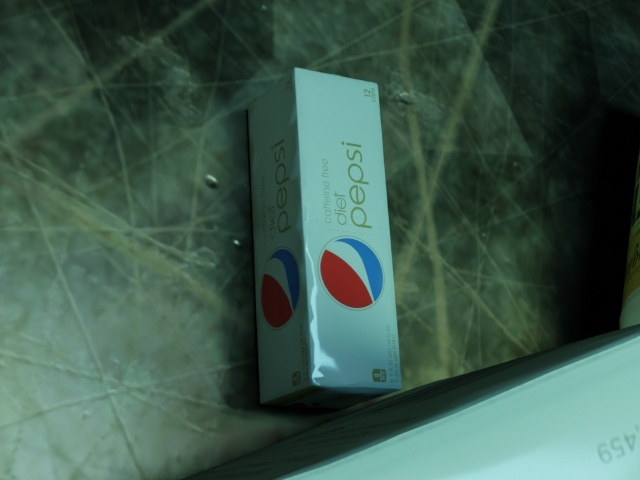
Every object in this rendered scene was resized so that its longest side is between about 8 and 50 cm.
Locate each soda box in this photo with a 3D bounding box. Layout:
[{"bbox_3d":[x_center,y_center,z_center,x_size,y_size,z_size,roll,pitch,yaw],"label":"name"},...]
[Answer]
[{"bbox_3d":[0.000,0.000,0.751,0.069,0.074,0.216,6,70,-30],"label":"soda box"}]

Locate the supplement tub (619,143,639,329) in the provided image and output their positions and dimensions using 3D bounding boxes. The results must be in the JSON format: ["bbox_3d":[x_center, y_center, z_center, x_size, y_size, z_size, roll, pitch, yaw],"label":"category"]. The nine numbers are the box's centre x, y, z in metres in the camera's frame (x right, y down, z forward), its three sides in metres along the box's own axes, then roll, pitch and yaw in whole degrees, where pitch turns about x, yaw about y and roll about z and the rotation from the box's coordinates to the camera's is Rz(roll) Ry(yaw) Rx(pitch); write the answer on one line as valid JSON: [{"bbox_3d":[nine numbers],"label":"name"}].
[{"bbox_3d":[0.355,0.010,0.868,0.228,0.228,0.316,25,62,-22],"label":"supplement tub"}]

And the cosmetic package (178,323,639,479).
[{"bbox_3d":[0.068,0.274,0.513,0.328,0.329,0.393,-17,82,-24],"label":"cosmetic package"}]
